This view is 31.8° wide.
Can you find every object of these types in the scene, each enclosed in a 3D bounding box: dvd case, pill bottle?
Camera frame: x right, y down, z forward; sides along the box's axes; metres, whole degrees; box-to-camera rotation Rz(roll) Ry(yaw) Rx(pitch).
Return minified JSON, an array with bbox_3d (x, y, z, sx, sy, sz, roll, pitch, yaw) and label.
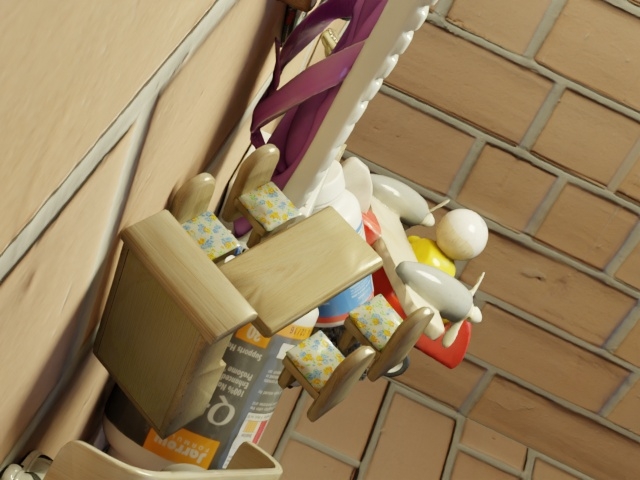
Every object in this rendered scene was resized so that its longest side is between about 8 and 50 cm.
[{"bbox_3d":[-0.014,-0.251,1.125,0.119,0.013,0.087,111,4,-73],"label":"dvd case"},{"bbox_3d":[-0.127,0.158,1.163,0.162,0.162,0.278,-57,172,-86],"label":"pill bottle"},{"bbox_3d":[0.000,0.000,1.550,0.124,0.124,0.221,-64,149,-50],"label":"pill bottle"}]

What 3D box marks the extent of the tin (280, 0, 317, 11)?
[{"bbox_3d":[0.001,-0.262,0.945,0.106,0.040,0.189,-60,178,-15],"label":"tin"}]

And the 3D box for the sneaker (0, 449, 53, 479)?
[{"bbox_3d":[-0.210,0.184,0.828,0.109,0.044,0.040,160,-45,-89],"label":"sneaker"}]

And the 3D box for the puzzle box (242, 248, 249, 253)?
[{"bbox_3d":[-0.151,0.137,1.625,0.272,0.052,0.409,-56,179,-2],"label":"puzzle box"}]

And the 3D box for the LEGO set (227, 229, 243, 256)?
[{"bbox_3d":[-0.118,0.019,1.476,0.244,0.060,0.182,-65,-177,-10],"label":"LEGO set"}]

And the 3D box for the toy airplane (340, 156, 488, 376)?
[{"bbox_3d":[0.138,0.012,1.847,0.272,0.386,0.384,-27,162,7],"label":"toy airplane"}]

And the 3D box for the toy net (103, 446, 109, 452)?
[{"bbox_3d":[-0.260,0.304,1.421,0.122,0.045,0.232,-64,179,-28],"label":"toy net"}]

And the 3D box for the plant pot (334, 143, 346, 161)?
[{"bbox_3d":[-0.030,-0.110,1.680,0.109,0.096,0.109,-64,179,12],"label":"plant pot"}]

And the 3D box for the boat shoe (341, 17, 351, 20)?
[{"bbox_3d":[0.067,-0.363,1.406,0.183,0.065,0.083,-57,180,-6],"label":"boat shoe"}]

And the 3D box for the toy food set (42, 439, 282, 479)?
[{"bbox_3d":[-0.157,0.256,0.879,0.219,0.092,0.306,-62,157,1],"label":"toy food set"}]

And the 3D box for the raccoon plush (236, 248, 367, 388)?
[{"bbox_3d":[0.004,0.059,2.002,0.216,0.299,0.446,-63,178,-64],"label":"raccoon plush"}]

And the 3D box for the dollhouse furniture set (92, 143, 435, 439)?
[{"bbox_3d":[-0.047,0.030,0.912,0.242,0.212,0.161,-30,159,-37],"label":"dollhouse furniture set"}]

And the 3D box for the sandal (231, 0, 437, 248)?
[{"bbox_3d":[0.005,-0.180,1.076,0.416,0.102,0.169,-56,-166,19],"label":"sandal"}]

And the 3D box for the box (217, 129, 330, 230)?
[{"bbox_3d":[-0.056,-0.057,1.358,0.087,0.101,0.102,115,0,-52],"label":"box"}]

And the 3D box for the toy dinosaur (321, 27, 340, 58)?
[{"bbox_3d":[-0.009,-0.161,1.555,0.118,0.064,0.268,-3,108,-56],"label":"toy dinosaur"}]
